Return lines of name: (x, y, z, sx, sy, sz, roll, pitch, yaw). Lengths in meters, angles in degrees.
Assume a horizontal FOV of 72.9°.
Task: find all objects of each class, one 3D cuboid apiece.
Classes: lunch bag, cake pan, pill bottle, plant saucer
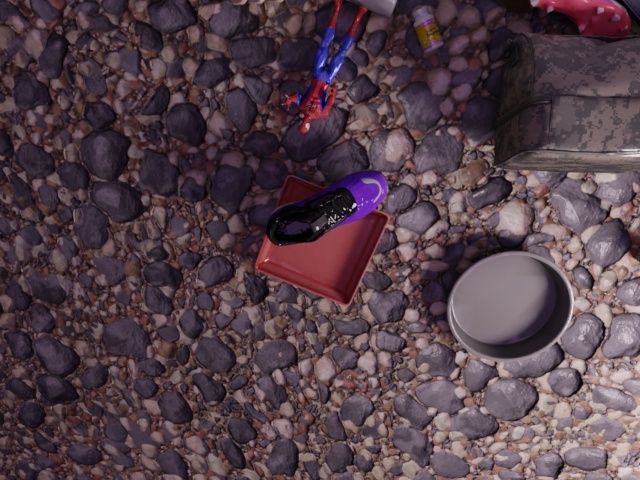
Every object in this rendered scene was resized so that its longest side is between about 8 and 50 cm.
lunch bag: (0.505, -0.269, 0.831, 0.304, 0.212, 0.257, 2, 91, 2)
cake pan: (0.453, 0.156, 1.056, 0.292, 0.054, 0.294, 2, 108, 6)
pill bottle: (0.219, -0.434, 0.893, 0.043, 0.043, 0.083, -24, 104, 13)
plant saucer: (0.000, 0.000, 1.057, 0.258, 0.048, 0.259, 22, 109, -1)

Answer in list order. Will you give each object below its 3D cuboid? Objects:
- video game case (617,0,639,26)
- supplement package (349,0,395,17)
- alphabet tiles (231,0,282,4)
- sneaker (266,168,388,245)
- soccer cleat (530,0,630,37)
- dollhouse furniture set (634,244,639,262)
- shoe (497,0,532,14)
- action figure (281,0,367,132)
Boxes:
video game case: (0.590, -0.551, 0.780, 0.274, 0.026, 0.196, 40, 108, -9)
supplement package: (0.088, -0.568, 0.807, 0.194, 0.149, 0.203, 21, 108, -1)
alphabet tiles: (-0.088, -0.581, 0.796, 0.284, 0.021, 0.278, 23, 105, 39)
sneaker: (0.012, -0.056, 0.935, 0.293, 0.146, 0.102, -23, 104, 13)
soccer cleat: (0.495, -0.458, 0.824, 0.247, 0.083, 0.095, 13, 73, -19)
dollhouse furniture set: (0.826, 0.014, 0.931, 0.183, 0.129, 0.130, 6, 109, 4)
shoe: (0.330, -0.527, 0.842, 0.218, 0.076, 0.058, 30, 89, -11)
action figure: (0.004, -0.354, 0.898, 0.091, 0.139, 0.281, 22, 111, 0)
